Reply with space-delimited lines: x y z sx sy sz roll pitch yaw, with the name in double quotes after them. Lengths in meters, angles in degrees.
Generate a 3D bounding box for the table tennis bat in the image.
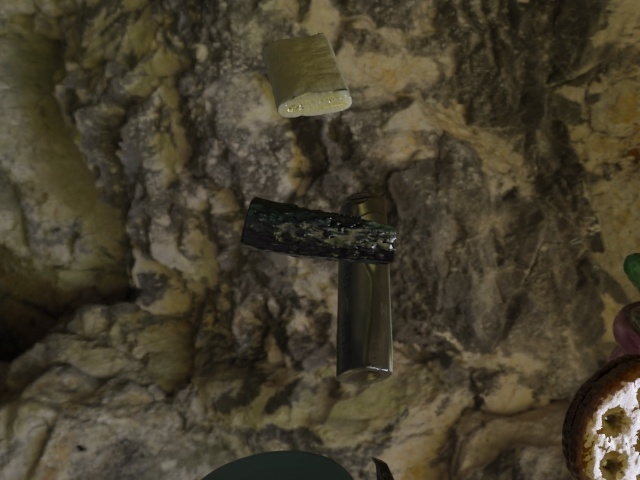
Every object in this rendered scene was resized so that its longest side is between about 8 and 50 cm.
-0.087 0.219 0.513 0.244 0.153 0.040 -7 -70 13 "table tennis bat"

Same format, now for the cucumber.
0.000 0.001 0.898 0.078 0.211 0.062 102 2 -55 "cucumber"

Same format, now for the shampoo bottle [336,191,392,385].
0.077 0.076 1.172 0.125 0.084 0.350 -39 -138 53 "shampoo bottle"

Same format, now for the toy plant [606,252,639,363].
0.606 0.132 1.100 0.210 0.317 0.357 5 -67 14 "toy plant"

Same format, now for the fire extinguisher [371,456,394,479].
0.044 0.421 0.773 0.138 0.102 0.344 120 -11 -57 "fire extinguisher"

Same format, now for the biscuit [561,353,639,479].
0.426 0.262 0.887 0.066 0.220 0.221 -159 -117 -74 "biscuit"

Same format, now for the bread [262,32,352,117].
-0.025 -0.298 1.168 0.060 0.139 0.178 90 -14 -50 "bread"
